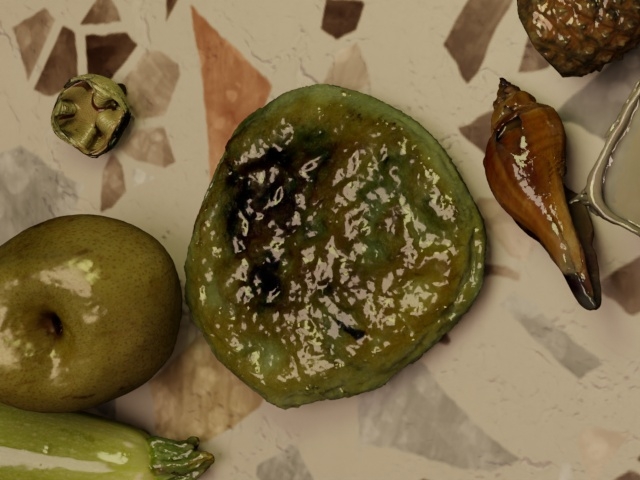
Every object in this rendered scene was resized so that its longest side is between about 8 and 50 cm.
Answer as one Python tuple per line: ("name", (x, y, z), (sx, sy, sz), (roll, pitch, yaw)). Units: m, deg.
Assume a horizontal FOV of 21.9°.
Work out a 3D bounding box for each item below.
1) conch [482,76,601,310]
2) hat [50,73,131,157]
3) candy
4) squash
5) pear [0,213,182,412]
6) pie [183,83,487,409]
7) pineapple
("conch", (0.191, -0.042, 1.461), (0.080, 0.086, 0.232), (-19, 80, 26))
("hat", (-0.233, -0.135, 1.698), (0.076, 0.059, 0.077), (30, 117, -10))
("candy", (0.334, -0.057, 1.360), (0.195, 0.137, 0.185), (30, 103, 26))
("squash", (-0.250, 0.232, 1.666), (0.287, 0.137, 0.137), (11, 95, 17))
("pear", (-0.238, 0.069, 1.623), (0.228, 0.211, 0.188), (-24, 95, 14))
("pie", (0.000, 0.000, 1.571), (0.323, 0.070, 0.323), (-1, 88, 28))
("pineapple", (0.269, -0.217, 1.419), (0.198, 0.108, 0.108), (-25, 78, 17))
